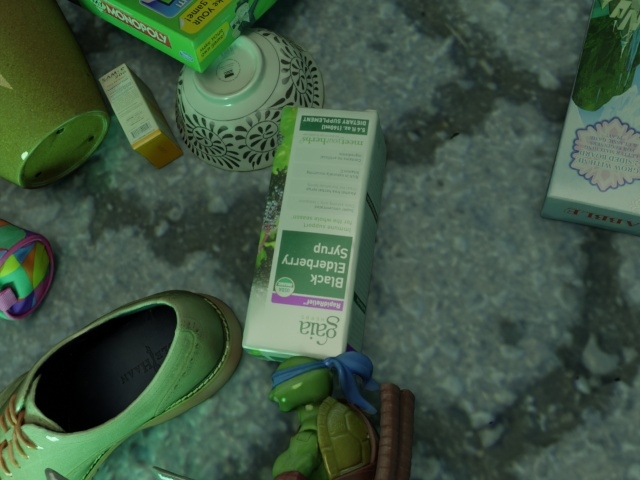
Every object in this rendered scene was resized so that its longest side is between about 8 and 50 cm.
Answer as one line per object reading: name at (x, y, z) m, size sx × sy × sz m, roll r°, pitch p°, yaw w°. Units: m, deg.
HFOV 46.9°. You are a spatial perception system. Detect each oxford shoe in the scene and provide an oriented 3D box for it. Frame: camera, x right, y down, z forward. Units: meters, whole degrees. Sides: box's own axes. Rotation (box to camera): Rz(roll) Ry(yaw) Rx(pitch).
oxford shoe at (-0.262, 0.169, 0.682) m, size 0.397 × 0.146 × 0.140 m, roll -40°, pitch 71°, yaw -1°

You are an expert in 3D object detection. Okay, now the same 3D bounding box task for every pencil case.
pencil case at (-0.404, 0.009, 0.784) m, size 0.236 × 0.104 × 0.104 m, roll 15°, pitch 78°, yaw 16°

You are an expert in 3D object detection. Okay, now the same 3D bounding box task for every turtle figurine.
turtle figurine at (-0.026, 0.247, 0.577) m, size 0.274 × 0.198 × 0.266 m, roll -22°, pitch 71°, yaw -23°

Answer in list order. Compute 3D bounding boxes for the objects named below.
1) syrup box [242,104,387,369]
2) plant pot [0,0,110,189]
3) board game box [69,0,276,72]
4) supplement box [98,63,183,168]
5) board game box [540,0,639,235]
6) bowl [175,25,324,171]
syrup box at (0.000, 0.000, 0.704) m, size 0.093 × 0.096 × 0.237 m, roll 6°, pitch 75°, yaw 13°
plant pot at (-0.352, -0.184, 0.777) m, size 0.237 × 0.237 × 0.254 m, roll -42°, pitch 85°, yaw -2°
board game box at (-0.108, -0.336, 0.798) m, size 0.213 × 0.046 × 0.317 m, roll 30°, pitch 65°, yaw 21°
supplement box at (-0.194, -0.134, 0.799) m, size 0.036 × 0.062 × 0.098 m, roll -31°, pitch 70°, yaw 3°
board game box at (0.399, -0.142, 0.677) m, size 0.318 × 0.066 × 0.318 m, roll 13°, pitch 78°, yaw 15°
bowl at (-0.086, -0.165, 0.777) m, size 0.170 × 0.080 × 0.170 m, roll -3°, pitch 74°, yaw 10°
